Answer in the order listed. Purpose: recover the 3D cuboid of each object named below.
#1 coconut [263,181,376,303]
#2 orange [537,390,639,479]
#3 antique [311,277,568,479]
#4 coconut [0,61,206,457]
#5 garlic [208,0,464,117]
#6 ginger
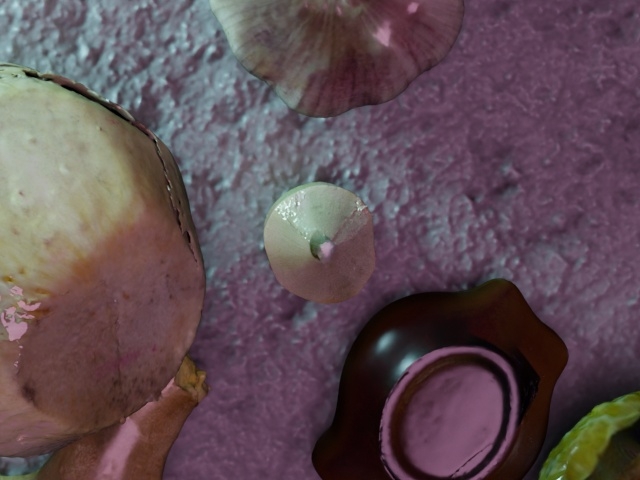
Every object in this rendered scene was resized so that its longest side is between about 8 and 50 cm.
[{"bbox_3d":[0.000,0.000,1.506,0.116,0.122,0.116,-1,99,-5],"label":"coconut"},{"bbox_3d":[0.331,0.323,1.543,0.271,0.210,0.368,-30,103,-24],"label":"orange"},{"bbox_3d":[0.120,0.164,1.542,0.278,0.129,0.223,-37,98,-1],"label":"antique"},{"bbox_3d":[-0.285,0.014,1.402,0.353,0.352,0.352,-1,99,-5],"label":"coconut"},{"bbox_3d":[0.023,-0.242,1.409,0.245,0.253,0.245,0,90,-5],"label":"garlic"},{"bbox_3d":[-0.249,0.272,1.553,0.236,0.166,0.375,7,72,28],"label":"ginger"}]
